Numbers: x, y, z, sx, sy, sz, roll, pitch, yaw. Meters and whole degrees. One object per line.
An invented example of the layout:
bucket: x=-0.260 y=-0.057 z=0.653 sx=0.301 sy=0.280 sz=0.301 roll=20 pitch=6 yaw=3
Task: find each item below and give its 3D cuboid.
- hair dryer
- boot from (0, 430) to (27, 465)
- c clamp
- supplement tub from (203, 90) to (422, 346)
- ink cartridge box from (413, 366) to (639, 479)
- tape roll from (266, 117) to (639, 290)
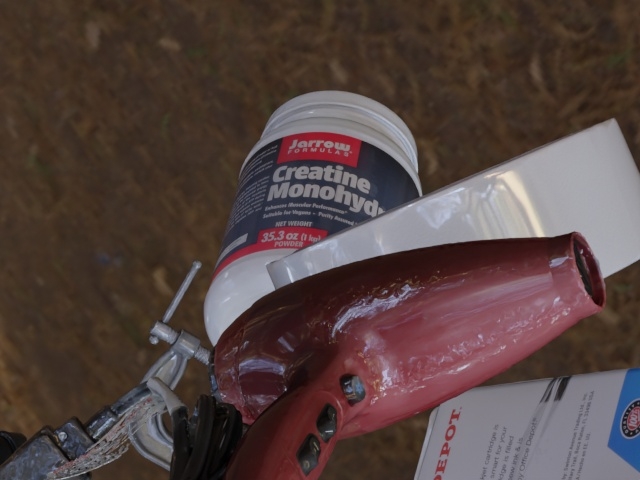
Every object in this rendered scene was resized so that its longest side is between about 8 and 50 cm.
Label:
hair dryer: x=-0.001 y=0.084 z=0.612 sx=0.080 sy=0.294 sz=0.223 roll=62 pitch=166 yaw=-21
boot: x=-0.368 y=0.303 z=1.441 sx=0.094 sy=0.207 sz=0.246 roll=-35 pitch=65 yaw=31
c clamp: x=-0.068 y=0.116 z=1.039 sx=0.161 sy=0.137 sz=0.022 roll=38 pitch=174 yaw=-16
supplement tub: x=0.000 y=0.000 z=1.418 sx=0.191 sy=0.272 sz=0.191 roll=6 pitch=136 yaw=6
ink cartridge box: x=0.143 y=0.159 z=0.807 sx=0.086 sy=0.148 sz=0.203 roll=31 pitch=154 yaw=-27
tape roll: x=0.106 y=0.008 z=1.064 sx=0.286 sy=0.286 sz=0.100 roll=-22 pitch=91 yaw=55
